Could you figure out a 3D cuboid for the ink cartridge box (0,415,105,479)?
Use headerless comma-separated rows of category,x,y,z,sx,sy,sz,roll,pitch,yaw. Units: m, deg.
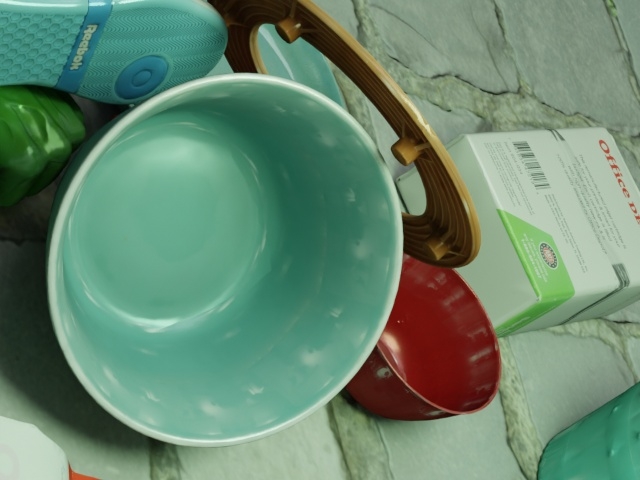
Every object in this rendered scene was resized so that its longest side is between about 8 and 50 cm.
ink cartridge box,-0.206,0.239,1.513,0.232,0.066,0.189,17,50,-34

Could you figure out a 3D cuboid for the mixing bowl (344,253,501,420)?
mixing bowl,0.075,0.103,1.887,0.181,0.098,0.181,29,43,-31

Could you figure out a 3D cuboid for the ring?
ring,0.011,-0.098,1.729,0.032,0.336,0.336,-41,96,-15

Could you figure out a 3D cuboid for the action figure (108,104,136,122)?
action figure,-0.193,-0.123,1.750,0.280,0.091,0.139,31,62,-4

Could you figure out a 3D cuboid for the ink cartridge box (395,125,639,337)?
ink cartridge box,0.238,-0.012,2.141,0.273,0.115,0.198,-6,67,-49

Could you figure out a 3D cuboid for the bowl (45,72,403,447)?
bowl,-0.104,0.000,1.653,0.312,0.311,0.163,29,0,-30

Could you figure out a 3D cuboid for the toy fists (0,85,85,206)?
toy fists,-0.304,-0.073,1.614,0.142,0.096,0.279,42,35,8

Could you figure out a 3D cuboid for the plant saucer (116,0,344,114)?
plant saucer,-0.103,-0.157,1.942,0.318,0.044,0.317,27,45,-31

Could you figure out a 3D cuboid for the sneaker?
sneaker,-0.238,-0.226,1.658,0.319,0.127,0.208,4,42,-42

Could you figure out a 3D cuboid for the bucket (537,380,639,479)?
bucket,0.369,0.264,2.015,0.281,0.183,0.281,27,45,-31
